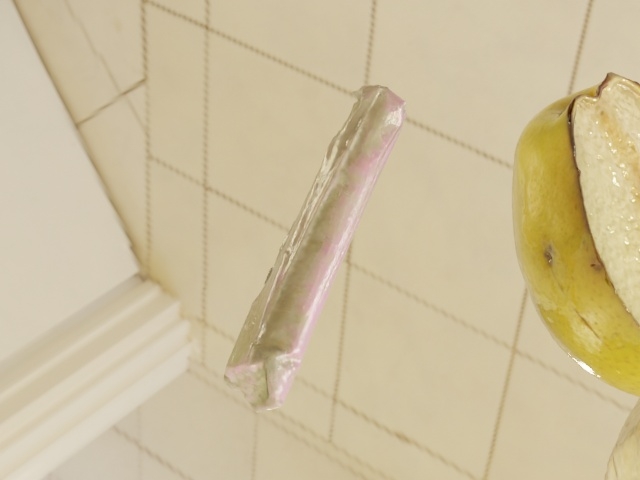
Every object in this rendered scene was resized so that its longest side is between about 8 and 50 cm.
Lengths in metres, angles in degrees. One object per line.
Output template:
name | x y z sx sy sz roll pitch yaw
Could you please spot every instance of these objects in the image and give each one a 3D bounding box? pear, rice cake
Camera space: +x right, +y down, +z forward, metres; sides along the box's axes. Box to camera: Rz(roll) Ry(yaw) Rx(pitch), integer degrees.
pear | 0.343 0.021 1.412 0.191 0.340 0.386 -33 88 43
rice cake | -0.001 0.000 0.915 0.049 0.269 0.055 27 164 -10

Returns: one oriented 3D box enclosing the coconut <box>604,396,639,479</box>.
coconut | 0.292 0.100 0.562 0.329 0.329 0.328 23 130 30
